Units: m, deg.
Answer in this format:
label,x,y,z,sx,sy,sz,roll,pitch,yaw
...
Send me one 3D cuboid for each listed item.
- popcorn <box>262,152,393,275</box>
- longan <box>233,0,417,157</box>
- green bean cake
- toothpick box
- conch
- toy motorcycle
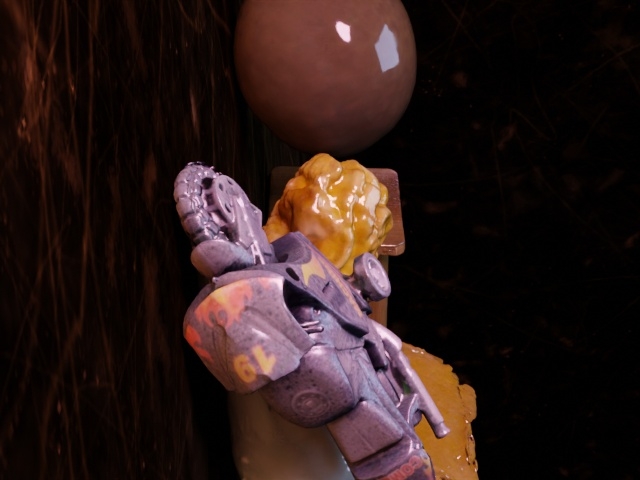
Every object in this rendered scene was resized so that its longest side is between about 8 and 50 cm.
label,x,y,z,sx,sy,sz,roll,pitch,yaw
popcorn,-0.001,0.001,1.380,0.194,0.140,0.163,-62,-179,-7
longan,0.006,-0.213,1.392,0.248,0.248,0.248,-5,90,-88
green bean cake,0.046,0.209,1.265,0.229,0.224,0.131,-89,-159,-57
toothpick box,0.021,0.068,1.751,0.187,0.190,0.308,-93,-178,-52
conch,-0.023,0.131,1.039,0.185,0.121,0.221,58,20,-52
toy motorcycle,-0.010,0.077,0.896,0.307,0.108,0.173,46,25,-31
